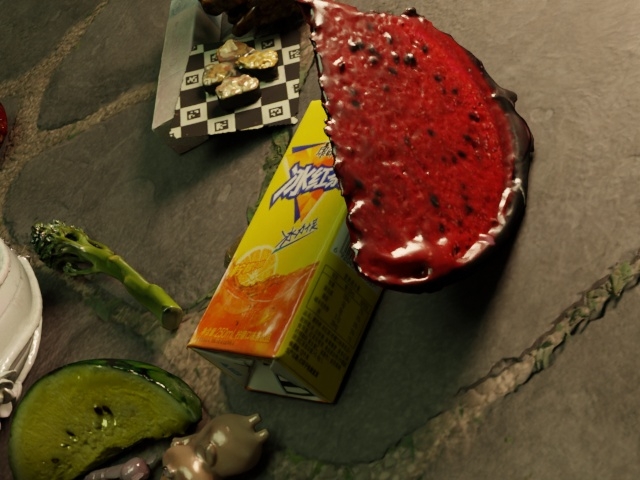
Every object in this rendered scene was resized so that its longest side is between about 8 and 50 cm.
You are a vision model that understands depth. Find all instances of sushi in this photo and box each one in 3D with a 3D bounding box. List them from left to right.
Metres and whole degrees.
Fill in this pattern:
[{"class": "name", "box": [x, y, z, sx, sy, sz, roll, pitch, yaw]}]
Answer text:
[{"class": "sushi", "box": [-0.123, -0.242, 1.621, 0.192, 0.040, 0.210, -7, 48, 12]}]

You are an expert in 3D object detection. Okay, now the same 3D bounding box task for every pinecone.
[{"class": "pinecone", "box": [-0.094, -0.415, 1.670, 0.229, 0.202, 0.201, -47, 61, 38]}]

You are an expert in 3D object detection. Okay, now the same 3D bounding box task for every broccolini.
[{"class": "broccolini", "box": [-0.308, 0.055, 1.575, 0.078, 0.074, 0.392, -15, 27, -30]}]

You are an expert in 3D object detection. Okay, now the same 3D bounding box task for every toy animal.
[{"class": "toy animal", "box": [-0.117, 0.244, 1.209, 0.150, 0.089, 0.083, -44, 15, 9]}]

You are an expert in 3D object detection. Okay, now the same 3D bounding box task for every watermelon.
[{"class": "watermelon", "box": [-0.275, 0.214, 1.371, 0.301, 0.123, 0.129, -27, 63, 27]}]

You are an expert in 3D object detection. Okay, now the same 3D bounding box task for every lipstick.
[{"class": "lipstick", "box": [-0.207, -0.274, 1.760, 0.066, 0.068, 0.317, -23, 43, 24]}]

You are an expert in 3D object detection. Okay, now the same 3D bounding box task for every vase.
[{"class": "vase", "box": [-0.506, 0.172, 1.482, 0.250, 0.250, 0.445, -35, 31, 14]}]

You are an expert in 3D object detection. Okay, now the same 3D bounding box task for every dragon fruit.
[{"class": "dragon fruit", "box": [0.103, -0.090, 1.186, 0.100, 0.282, 0.344, -45, 50, 54]}]

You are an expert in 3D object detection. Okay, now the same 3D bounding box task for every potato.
[{"class": "potato", "box": [-0.083, 0.008, 1.408, 0.092, 0.045, 0.046, -40, 2, 4]}]

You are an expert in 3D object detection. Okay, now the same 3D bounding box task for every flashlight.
[{"class": "flashlight", "box": [-0.237, 0.280, 1.322, 0.110, 0.031, 0.052, -21, 20, 35]}]

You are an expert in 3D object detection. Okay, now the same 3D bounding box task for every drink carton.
[{"class": "drink carton", "box": [0.000, 0.000, 1.280, 0.154, 0.111, 0.351, 2, 58, 44]}]

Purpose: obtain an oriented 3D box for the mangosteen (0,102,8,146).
[{"class": "mangosteen", "box": [-0.666, -0.198, 2.070, 0.180, 0.166, 0.166, -58, 31, 27]}]
